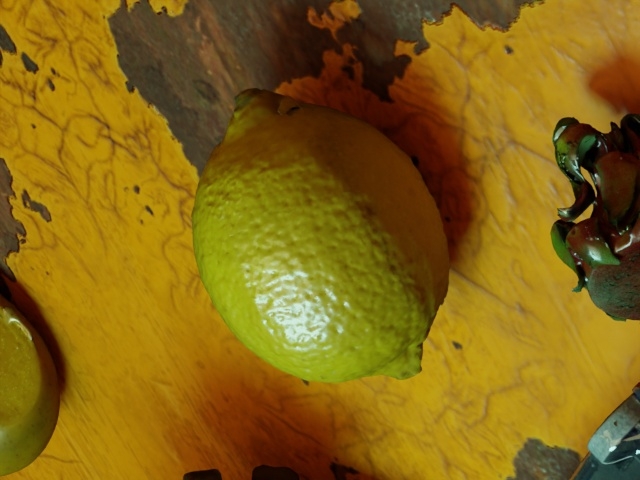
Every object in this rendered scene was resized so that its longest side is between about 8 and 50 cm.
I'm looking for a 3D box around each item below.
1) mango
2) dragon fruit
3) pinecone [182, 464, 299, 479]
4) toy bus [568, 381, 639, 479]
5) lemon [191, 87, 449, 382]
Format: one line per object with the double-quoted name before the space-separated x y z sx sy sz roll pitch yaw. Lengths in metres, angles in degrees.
"mango" -0.404 0.127 1.746 0.290 0.160 0.191 57 150 -2
"dragon fruit" 0.221 -0.015 1.048 0.138 0.142 0.175 -26 80 12
"pinecone" -0.068 0.391 1.463 0.397 0.397 0.398 26 136 28
"toy bus" 0.250 0.209 1.155 0.143 0.153 0.329 43 142 20
"lemon" 0.000 0.000 1.213 0.188 0.188 0.257 -24 99 51
